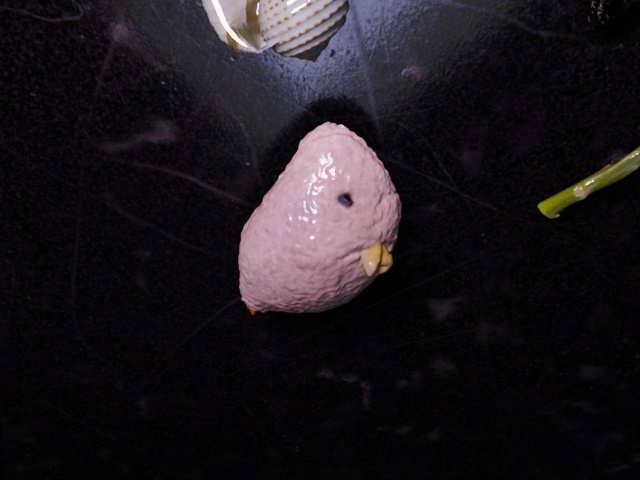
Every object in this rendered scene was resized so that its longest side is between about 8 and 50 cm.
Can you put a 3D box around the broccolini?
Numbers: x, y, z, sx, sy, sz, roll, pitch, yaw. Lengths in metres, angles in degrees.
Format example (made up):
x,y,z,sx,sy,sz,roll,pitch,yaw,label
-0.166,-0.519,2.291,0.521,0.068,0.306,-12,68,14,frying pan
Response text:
x,y,z,sx,sy,sz,roll,pitch,yaw,label
0.532,-0.148,0.913,0.392,0.078,0.074,-33,130,30,broccolini

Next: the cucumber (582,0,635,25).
x,y,z,sx,sy,sz,roll,pitch,yaw,label
0.316,-0.409,0.705,0.072,0.072,0.300,-27,121,18,cucumber

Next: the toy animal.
x,y,z,sx,sy,sz,roll,pitch,yaw,label
-0.003,0.005,0.930,0.227,0.188,0.358,30,121,-14,toy animal

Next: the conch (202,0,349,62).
x,y,z,sx,sy,sz,roll,pitch,yaw,label
-0.048,-0.323,0.730,0.172,0.131,0.199,-6,100,33,conch
